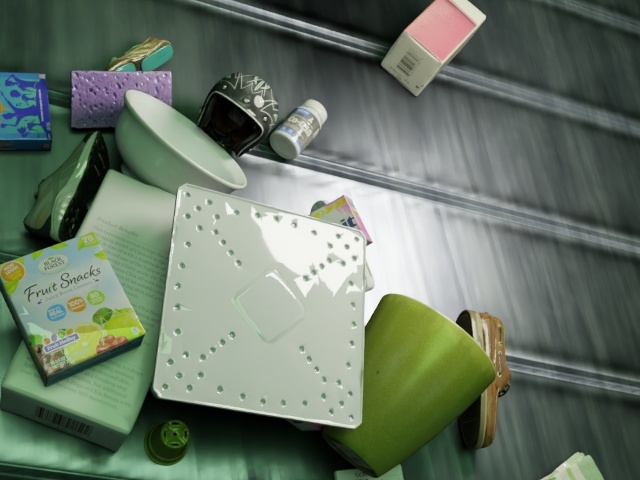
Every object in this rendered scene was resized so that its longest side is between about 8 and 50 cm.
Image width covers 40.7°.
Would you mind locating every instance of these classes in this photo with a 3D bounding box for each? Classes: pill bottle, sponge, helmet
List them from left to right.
[{"bbox_3d":[-0.416,-0.296,1.803,0.210,0.031,0.117,-4,106,-24],"label":"sponge"},{"bbox_3d":[-0.168,-0.277,1.832,0.169,0.161,0.169,32,25,-17],"label":"helmet"},{"bbox_3d":[-0.047,-0.253,1.946,0.078,0.078,0.137,38,58,-2],"label":"pill bottle"}]

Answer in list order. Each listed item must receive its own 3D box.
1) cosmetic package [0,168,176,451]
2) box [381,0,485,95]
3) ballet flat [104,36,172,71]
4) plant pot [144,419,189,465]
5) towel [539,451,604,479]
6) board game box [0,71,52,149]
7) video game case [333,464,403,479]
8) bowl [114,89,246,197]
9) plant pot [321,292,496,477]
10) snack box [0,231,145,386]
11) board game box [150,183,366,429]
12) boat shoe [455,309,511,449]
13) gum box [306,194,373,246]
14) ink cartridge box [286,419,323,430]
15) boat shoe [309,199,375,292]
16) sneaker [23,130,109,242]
[{"bbox_3d":[-0.379,0.123,1.577,0.230,0.161,0.453,24,60,-9],"label":"cosmetic package"},{"bbox_3d":[0.282,-0.499,2.160,0.127,0.148,0.232,41,57,1],"label":"box"},{"bbox_3d":[-0.413,-0.380,1.872,0.067,0.073,0.206,31,51,26],"label":"ballet flat"},{"bbox_3d":[-0.270,0.357,1.559,0.083,0.079,0.083,9,62,-18],"label":"plant pot"},{"bbox_3d":[0.498,0.610,1.785,0.325,0.038,0.248,-18,75,-31],"label":"towel"},{"bbox_3d":[-0.650,-0.257,1.715,0.210,0.047,0.160,-4,68,-23],"label":"board game box"},{"bbox_3d":[0.104,0.520,1.672,0.143,0.019,0.157,0,66,-22],"label":"video game case"},{"bbox_3d":[-0.303,-0.157,1.725,0.298,0.298,0.134,40,101,0],"label":"bowl"},{"bbox_3d":[0.145,0.301,1.674,0.275,0.275,0.293,40,71,-1],"label":"plant pot"},{"bbox_3d":[-0.417,0.110,1.433,0.174,0.070,0.207,-24,74,-28],"label":"snack box"},{"bbox_3d":[-0.100,0.124,1.555,0.390,0.050,0.390,14,64,-24],"label":"board game box"},{"bbox_3d":[0.357,0.293,1.833,0.104,0.111,0.307,12,63,-17],"label":"boat shoe"},{"bbox_3d":[0.000,0.000,1.799,0.188,0.062,0.107,-29,74,12],"label":"gum box"},{"bbox_3d":[-0.107,0.198,1.626,0.371,0.069,0.176,41,54,-30],"label":"ink cartridge box"},{"bbox_3d":[0.046,0.018,1.867,0.076,0.083,0.226,1,64,-52],"label":"boat shoe"},{"bbox_3d":[-0.492,-0.116,1.686,0.108,0.100,0.271,7,52,12],"label":"sneaker"}]
